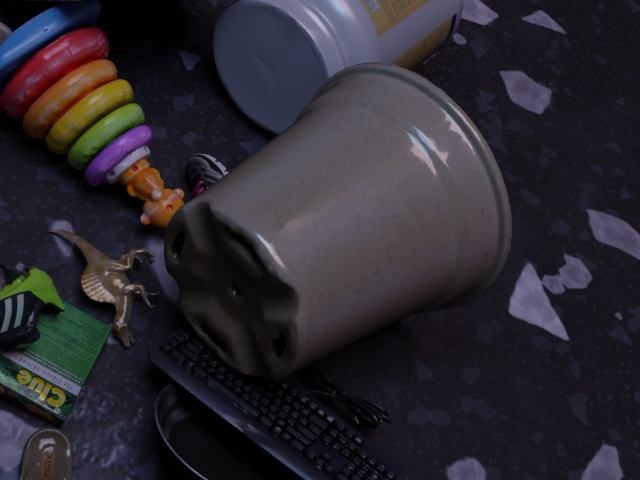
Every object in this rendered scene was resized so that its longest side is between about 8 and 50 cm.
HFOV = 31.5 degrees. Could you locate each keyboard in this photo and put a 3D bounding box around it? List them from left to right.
[{"bbox_3d":[-0.031,0.187,1.332,0.317,0.033,0.201,35,28,15],"label":"keyboard"}]

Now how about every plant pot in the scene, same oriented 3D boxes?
[{"bbox_3d":[0.000,0.000,1.333,0.305,0.334,0.334,-32,75,-37],"label":"plant pot"}]

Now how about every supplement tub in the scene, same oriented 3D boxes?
[{"bbox_3d":[0.028,-0.312,1.627,0.241,0.241,0.331,43,50,8],"label":"supplement tub"}]

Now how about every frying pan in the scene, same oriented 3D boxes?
[{"bbox_3d":[-0.044,0.249,1.295,0.326,0.053,0.197,21,24,-23],"label":"frying pan"}]

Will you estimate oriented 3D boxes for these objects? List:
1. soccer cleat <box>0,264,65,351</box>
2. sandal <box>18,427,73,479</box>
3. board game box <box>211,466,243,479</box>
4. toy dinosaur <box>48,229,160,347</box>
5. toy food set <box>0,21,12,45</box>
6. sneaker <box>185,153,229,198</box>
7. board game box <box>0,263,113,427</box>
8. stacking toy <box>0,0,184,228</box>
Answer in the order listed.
[{"bbox_3d":[-0.349,0.096,1.224,0.072,0.060,0.179,56,46,-9],"label":"soccer cleat"},{"bbox_3d":[-0.285,0.274,1.188,0.072,0.049,0.180,7,55,-21],"label":"sandal"},{"bbox_3d":[-0.093,0.361,1.224,0.136,0.035,0.201,25,49,-7],"label":"board game box"},{"bbox_3d":[-0.251,0.037,1.371,0.093,0.053,0.183,-21,68,-33],"label":"toy dinosaur"},{"bbox_3d":[-0.546,-0.215,1.385,0.220,0.092,0.306,28,50,-4],"label":"toy food set"},{"bbox_3d":[-0.148,-0.039,1.464,0.075,0.063,0.170,-7,65,-36],"label":"sneaker"},{"bbox_3d":[-0.373,0.089,1.267,0.260,0.030,0.136,33,47,-12],"label":"board game box"},{"bbox_3d":[-0.274,-0.135,1.434,0.175,0.166,0.302,-40,90,-24],"label":"stacking toy"}]
